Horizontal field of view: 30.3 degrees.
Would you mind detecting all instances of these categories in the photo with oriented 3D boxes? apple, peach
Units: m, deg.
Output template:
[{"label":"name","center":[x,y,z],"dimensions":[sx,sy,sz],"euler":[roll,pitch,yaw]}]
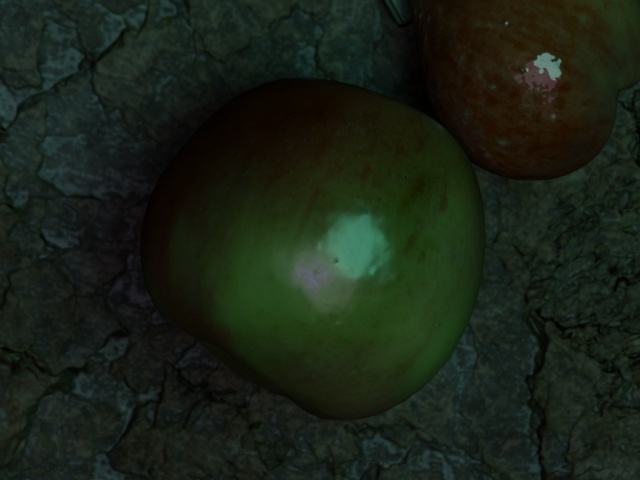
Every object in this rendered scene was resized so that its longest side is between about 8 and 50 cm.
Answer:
[{"label":"apple","center":[0.000,0.000,1.077],"dimensions":[0.319,0.319,0.277],"euler":[35,79,-16]},{"label":"peach","center":[0.182,-0.176,1.088],"dimensions":[0.233,0.232,0.232],"euler":[-2,111,-5]}]

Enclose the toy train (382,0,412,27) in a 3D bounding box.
[{"label":"toy train","center":[0.070,-0.274,1.116],"dimensions":[0.071,0.038,0.148],"euler":[-30,111,9]}]
